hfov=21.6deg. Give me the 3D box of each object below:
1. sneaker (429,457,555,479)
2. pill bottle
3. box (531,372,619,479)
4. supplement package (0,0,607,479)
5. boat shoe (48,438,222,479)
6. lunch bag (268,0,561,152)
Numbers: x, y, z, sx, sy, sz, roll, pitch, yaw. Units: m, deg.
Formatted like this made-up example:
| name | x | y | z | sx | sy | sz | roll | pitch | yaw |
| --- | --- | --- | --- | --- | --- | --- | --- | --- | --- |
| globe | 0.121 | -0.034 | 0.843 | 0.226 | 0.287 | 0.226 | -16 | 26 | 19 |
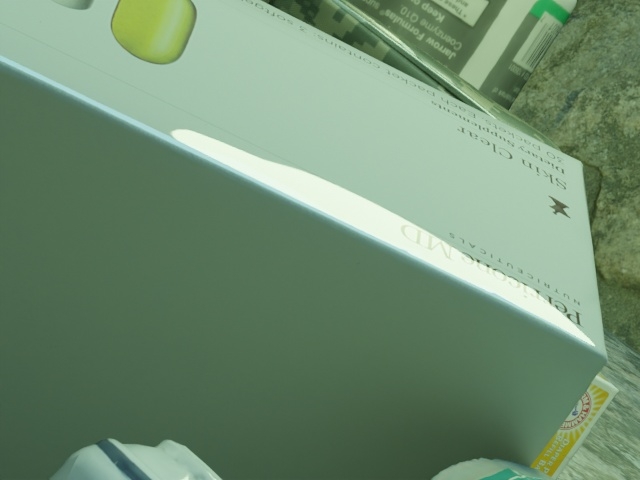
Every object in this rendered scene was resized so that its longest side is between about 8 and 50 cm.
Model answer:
| name | x | y | z | sx | sy | sz | roll | pitch | yaw |
| --- | --- | --- | --- | --- | --- | --- | --- | --- | --- |
| sneaker | 0.111 | 0.168 | 0.557 | 0.121 | 0.108 | 0.302 | 26 | -14 | 39 |
| pill bottle | 0.042 | -0.114 | 1.442 | 0.204 | 0.361 | 0.204 | 32 | 8 | -5 |
| box | 0.118 | 0.103 | 1.337 | 0.203 | 0.114 | 0.103 | 30 | 9 | -29 |
| supplement package | -0.061 | 0.023 | 0.616 | 0.261 | 0.204 | 0.145 | 25 | 29 | -10 |
| boat shoe | 0.047 | 0.113 | 0.415 | 0.258 | 0.084 | 0.095 | 40 | -8 | -22 |
| lunch bag | 0.000 | 0.000 | 1.008 | 0.212 | 0.256 | 0.305 | 35 | 7 | 2 |
